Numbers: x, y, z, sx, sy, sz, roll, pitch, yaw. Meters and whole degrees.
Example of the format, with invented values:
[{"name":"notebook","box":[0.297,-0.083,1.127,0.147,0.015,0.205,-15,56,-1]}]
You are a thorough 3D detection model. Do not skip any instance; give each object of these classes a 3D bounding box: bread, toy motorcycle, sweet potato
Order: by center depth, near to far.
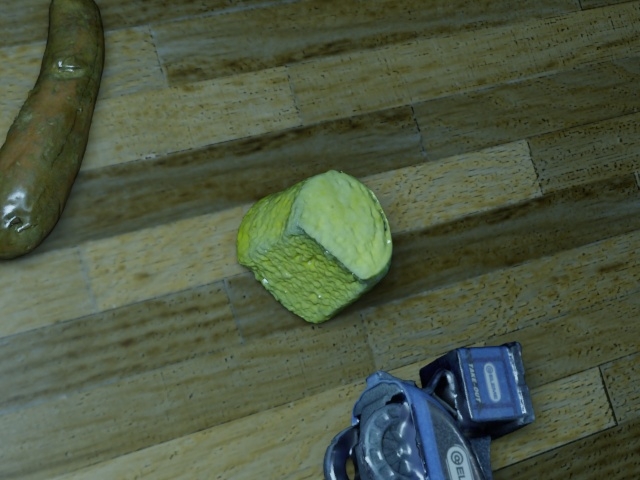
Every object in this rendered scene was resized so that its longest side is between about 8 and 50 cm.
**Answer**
[{"name":"sweet potato","box":[-0.233,-0.107,1.132,0.075,0.075,0.273,21,68,-19]},{"name":"toy motorcycle","box":[0.130,0.274,1.165,0.212,0.125,0.359,-1,70,-27]},{"name":"bread","box":[0.000,0.000,1.192,0.129,0.114,0.111,36,59,-17]}]
